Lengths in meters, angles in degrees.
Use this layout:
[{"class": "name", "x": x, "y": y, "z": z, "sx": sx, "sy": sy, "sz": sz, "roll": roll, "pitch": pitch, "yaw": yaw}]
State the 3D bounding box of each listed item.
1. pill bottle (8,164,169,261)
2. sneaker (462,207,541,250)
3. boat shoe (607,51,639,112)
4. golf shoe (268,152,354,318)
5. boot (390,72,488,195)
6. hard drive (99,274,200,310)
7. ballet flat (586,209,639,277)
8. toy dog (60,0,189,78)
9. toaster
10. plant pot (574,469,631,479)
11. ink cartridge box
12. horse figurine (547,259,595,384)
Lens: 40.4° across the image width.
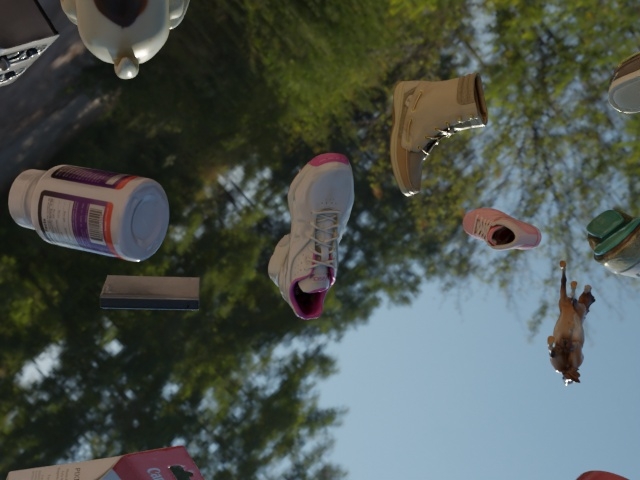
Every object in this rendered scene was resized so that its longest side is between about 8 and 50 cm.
[{"class": "pill bottle", "x": -0.304, "y": -0.040, "z": 1.128, "sx": 0.193, "sy": 0.108, "sz": 0.108, "roll": 11, "pitch": -140, "yaw": 24}, {"class": "sneaker", "x": 0.255, "y": -0.018, "z": 1.295, "sx": 0.070, "sy": 0.051, "sz": 0.134, "roll": -2, "pitch": -164, "yaw": -45}, {"class": "boat shoe", "x": 0.676, "y": -0.324, "z": 1.585, "sx": 0.305, "sy": 0.109, "sz": 0.091, "roll": -15, "pitch": -139, "yaw": 35}, {"class": "golf shoe", "x": 0.000, "y": 0.000, "z": 1.424, "sx": 0.140, "sy": 0.115, "sz": 0.306, "roll": -111, "pitch": -153, "yaw": -43}, {"class": "boot", "x": 0.262, "y": -0.233, "z": 1.904, "sx": 0.203, "sy": 0.262, "sz": 0.095, "roll": -3, "pitch": 167, "yaw": 27}, {"class": "hard drive", "x": -0.240, "y": 0.074, "z": 1.236, "sx": 0.135, "sy": 0.022, "sz": 0.094, "roll": 1, "pitch": -165, "yaw": -7}, {"class": "ballet flat", "x": 0.577, "y": 0.014, "z": 1.635, "sx": 0.123, "sy": 0.123, "sz": 0.348, "roll": -38, "pitch": 179, "yaw": 13}, {"class": "toy dog", "x": -0.412, "y": -0.567, "z": 1.713, "sx": 0.408, "sy": 0.284, "sz": 0.396, "roll": 107, "pitch": -10, "yaw": -59}, {"class": "toaster", "x": -0.456, "y": -0.299, "z": 1.145, "sx": 0.168, "sy": 0.186, "sz": 0.110, "roll": -22, "pitch": -167, "yaw": 45}, {"class": "plant pot", "x": 0.403, "y": 0.466, "z": 1.251, "sx": 0.180, "sy": 0.201, "sz": 0.201, "roll": -37, "pitch": -172, "yaw": -30}, {"class": "ink cartridge box", "x": -0.276, "y": 0.350, "z": 1.165, "sx": 0.232, "sy": 0.189, "sz": 0.066, "roll": -6, "pitch": -127, "yaw": 5}, {"class": "horse figurine", "x": 0.467, "y": 0.167, "z": 1.631, "sx": 0.066, "sy": 0.174, "sz": 0.263, "roll": 0, "pitch": -127, "yaw": 23}]
